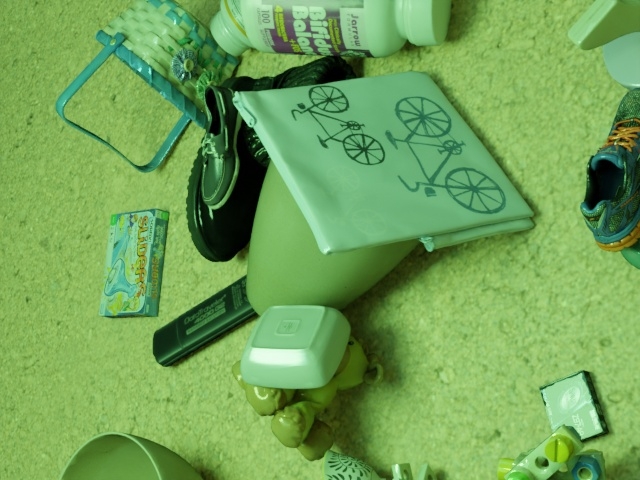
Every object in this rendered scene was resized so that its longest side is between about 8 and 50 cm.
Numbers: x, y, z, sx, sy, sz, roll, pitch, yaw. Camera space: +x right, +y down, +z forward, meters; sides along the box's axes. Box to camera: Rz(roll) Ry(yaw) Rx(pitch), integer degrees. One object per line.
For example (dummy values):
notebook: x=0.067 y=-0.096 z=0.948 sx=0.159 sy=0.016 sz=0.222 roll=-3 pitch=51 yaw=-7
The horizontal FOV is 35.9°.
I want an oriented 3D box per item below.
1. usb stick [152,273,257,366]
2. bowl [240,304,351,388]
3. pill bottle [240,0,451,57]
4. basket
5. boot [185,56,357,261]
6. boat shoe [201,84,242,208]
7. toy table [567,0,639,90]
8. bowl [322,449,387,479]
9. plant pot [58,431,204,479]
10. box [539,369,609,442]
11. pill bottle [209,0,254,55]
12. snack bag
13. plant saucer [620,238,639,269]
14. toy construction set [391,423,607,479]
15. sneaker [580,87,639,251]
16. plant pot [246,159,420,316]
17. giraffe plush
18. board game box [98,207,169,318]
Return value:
usb stick: x=-0.190 y=0.137 z=1.708 sx=0.278 sy=0.045 sz=0.077 roll=-32 pitch=52 yaw=30
bowl: x=-0.039 y=0.140 z=1.385 sx=0.141 sy=0.053 sz=0.142 roll=-1 pitch=38 yaw=22
pill bottle: x=0.043 y=-0.368 z=1.528 sx=0.301 sy=0.169 sz=0.169 roll=6 pitch=81 yaw=21
basket: x=-0.310 y=-0.285 z=1.787 sx=0.289 sy=0.254 sz=0.201 roll=-50 pitch=53 yaw=4
boot: x=-0.080 y=-0.133 z=1.629 sx=0.260 sy=0.131 sz=0.348 roll=1 pitch=79 yaw=41
boat shoe: x=-0.172 y=-0.153 z=1.583 sx=0.075 sy=0.065 sz=0.206 roll=-9 pitch=67 yaw=40
toy table: x=0.436 y=-0.325 z=1.224 sx=0.252 sy=0.160 sz=0.274 roll=42 pitch=107 yaw=40
bowl: x=0.058 y=0.373 z=1.377 sx=0.080 sy=0.170 sz=0.170 roll=-9 pitch=70 yaw=9
plant pot: x=-0.275 y=0.458 z=1.592 sx=0.284 sy=0.191 sz=0.284 roll=-12 pitch=70 yaw=37
box: x=0.323 y=0.216 z=1.264 sx=0.067 sy=0.018 sz=0.083 roll=-29 pitch=61 yaw=32
pill bottle: x=-0.092 y=-0.416 z=1.727 sx=0.215 sy=0.117 sz=0.117 roll=-33 pitch=59 yaw=30
snack bag: x=0.085 y=-0.110 z=1.369 sx=0.323 sy=0.342 sz=0.037 roll=60 pitch=147 yaw=32
plant saucer: x=0.423 y=-0.019 z=1.242 sx=0.119 sy=0.021 sz=0.120 roll=-12 pitch=71 yaw=37
toy construction set: x=0.212 y=0.353 z=1.233 sx=0.327 sy=0.151 sz=0.215 roll=-21 pitch=89 yaw=43
sneaker: x=0.381 y=-0.100 z=1.238 sx=0.083 sy=0.087 sz=0.221 roll=-3 pitch=62 yaw=45
plant pot: x=0.000 y=0.000 z=1.476 sx=0.274 sy=0.256 sz=0.257 roll=-59 pitch=47 yaw=36
giraffe plush: x=-0.001 y=0.205 z=1.455 sx=0.170 sy=0.210 sz=0.181 roll=-42 pitch=69 yaw=3
board game box: x=-0.354 y=0.045 z=1.878 sx=0.136 sy=0.035 sz=0.201 roll=-6 pitch=74 yaw=39
